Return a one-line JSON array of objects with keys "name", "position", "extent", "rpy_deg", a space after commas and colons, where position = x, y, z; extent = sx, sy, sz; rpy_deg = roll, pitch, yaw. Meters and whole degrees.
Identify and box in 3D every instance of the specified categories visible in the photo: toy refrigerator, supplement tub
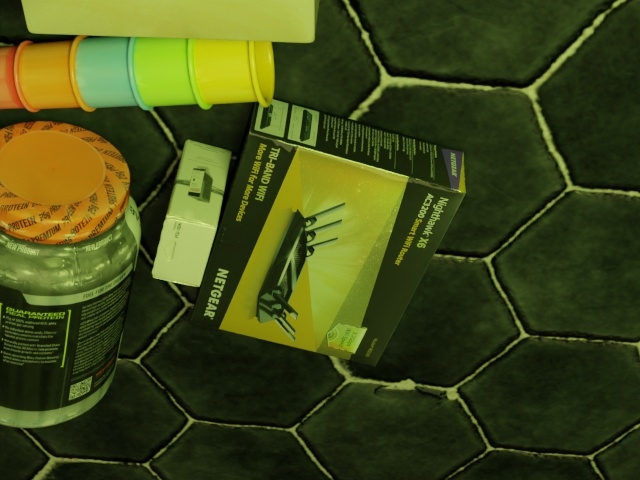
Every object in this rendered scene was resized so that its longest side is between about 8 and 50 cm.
[{"name": "toy refrigerator", "position": [-0.136, -0.248, 0.935], "extent": [0.270, 0.102, 0.094], "rpy_deg": [2, 132, 2]}, {"name": "supplement tub", "position": [-0.321, 0.043, 1.144], "extent": [0.207, 0.207, 0.338], "rpy_deg": [14, 132, -8]}]

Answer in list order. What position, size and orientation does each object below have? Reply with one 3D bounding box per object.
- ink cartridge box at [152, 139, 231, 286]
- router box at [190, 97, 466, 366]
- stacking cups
[{"name": "ink cartridge box", "position": [-0.143, -0.030, 1.109], "extent": [0.056, 0.135, 0.099], "rpy_deg": [14, 132, -9]}, {"name": "router box", "position": [0.000, 0.000, 1.162], "extent": [0.243, 0.081, 0.308], "rpy_deg": [14, 132, -8]}, {"name": "stacking cups", "position": [-0.210, -0.170, 1.014], "extent": [0.317, 0.096, 0.096], "rpy_deg": [-4, 132, 8]}]
